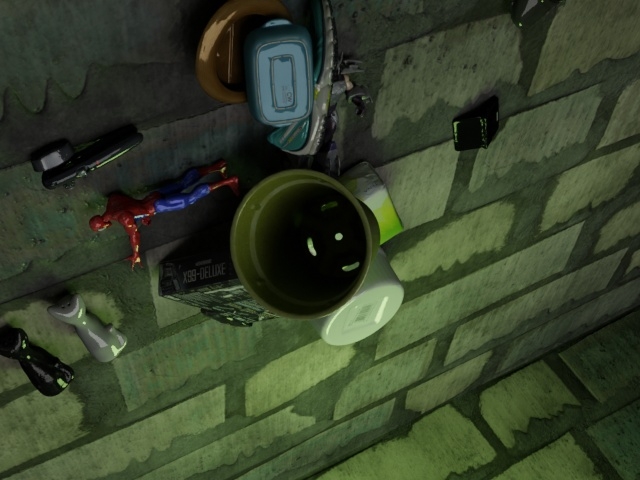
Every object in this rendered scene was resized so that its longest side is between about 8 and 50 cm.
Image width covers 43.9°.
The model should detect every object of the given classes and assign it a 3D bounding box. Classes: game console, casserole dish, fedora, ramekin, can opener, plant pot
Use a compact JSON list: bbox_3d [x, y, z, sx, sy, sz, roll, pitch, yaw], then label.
[{"bbox_3d":[0.369,-0.275,1.879,0.107,0.071,0.122,-58,155,-20],"label":"game console"},{"bbox_3d":[-0.063,-0.261,1.283,0.114,0.037,0.188,-10,127,-10],"label":"casserole dish"},{"bbox_3d":[-0.134,-0.321,1.296,0.194,0.079,0.194,-23,138,-22],"label":"fedora"},{"bbox_3d":[0.083,0.147,2.061,0.277,0.135,0.277,-24,147,-17],"label":"ramekin"},{"bbox_3d":[-0.383,-0.140,1.327,0.186,0.059,0.073,-24,146,-15],"label":"can opener"},{"bbox_3d":[0.000,0.000,1.557,0.276,0.276,0.254,-45,170,16],"label":"plant pot"}]

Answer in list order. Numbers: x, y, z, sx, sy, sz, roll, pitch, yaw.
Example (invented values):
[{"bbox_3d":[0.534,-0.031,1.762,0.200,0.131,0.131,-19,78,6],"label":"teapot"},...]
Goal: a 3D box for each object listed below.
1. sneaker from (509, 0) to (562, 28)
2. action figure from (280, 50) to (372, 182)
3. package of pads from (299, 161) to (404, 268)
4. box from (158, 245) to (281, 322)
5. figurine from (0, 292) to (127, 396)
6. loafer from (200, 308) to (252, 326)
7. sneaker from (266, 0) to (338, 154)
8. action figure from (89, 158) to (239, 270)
[{"bbox_3d":[0.485,-0.525,1.544,0.109,0.130,0.286,3,134,-47],"label":"sneaker"},{"bbox_3d":[0.005,-0.239,1.518,0.185,0.099,0.285,-8,136,-22],"label":"action figure"},{"bbox_3d":[0.031,-0.028,1.816,0.296,0.101,0.229,-34,149,-1],"label":"package of pads"},{"bbox_3d":[-0.157,0.100,1.715,0.242,0.076,0.307,-13,157,31],"label":"box"},{"bbox_3d":[-0.535,0.203,1.626,0.215,0.092,0.209,-32,144,-5],"label":"figurine"},{"bbox_3d":[-0.221,0.173,1.903,0.061,0.062,0.170,-20,149,20],"label":"loafer"},{"bbox_3d":[-0.029,-0.284,1.369,0.110,0.107,0.275,11,104,0],"label":"sneaker"},{"bbox_3d":[-0.294,-0.047,1.499,0.280,0.091,0.139,-19,136,-24],"label":"action figure"}]
